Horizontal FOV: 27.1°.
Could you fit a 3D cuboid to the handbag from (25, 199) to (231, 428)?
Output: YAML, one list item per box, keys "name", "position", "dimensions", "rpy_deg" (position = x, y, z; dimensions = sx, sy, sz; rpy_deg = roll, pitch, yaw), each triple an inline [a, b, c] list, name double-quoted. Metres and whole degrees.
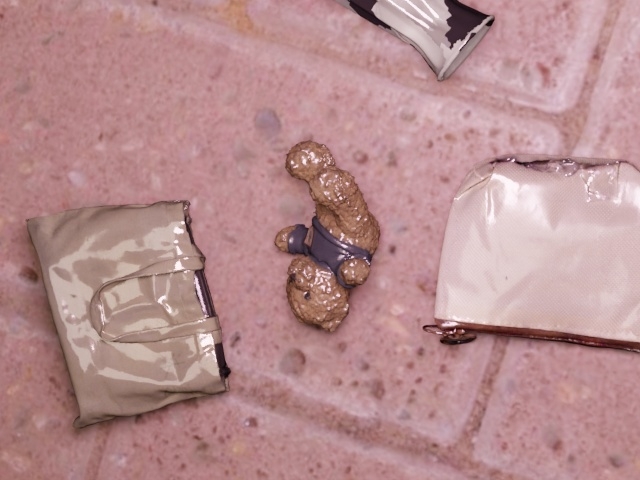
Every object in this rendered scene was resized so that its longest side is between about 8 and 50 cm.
- name: "handbag"
  position: [-0.275, 0.096, 1.923]
  dimensions: [0.253, 0.109, 0.316]
  rpy_deg: [-13, 89, 10]

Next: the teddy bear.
- name: "teddy bear"
  position: [0.019, -0.002, 1.835]
  dimensions: [0.129, 0.182, 0.251]
  rpy_deg: [0, 112, -24]

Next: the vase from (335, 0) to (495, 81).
- name: "vase"
  position: [0.063, -0.372, 1.793]
  dimensions: [0.360, 0.165, 0.165]
  rpy_deg: [41, 102, 5]

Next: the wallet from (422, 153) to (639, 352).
- name: "wallet"
  position: [0.312, 0.022, 1.788]
  dimensions: [0.335, 0.068, 0.275]
  rpy_deg: [5, 98, 8]
